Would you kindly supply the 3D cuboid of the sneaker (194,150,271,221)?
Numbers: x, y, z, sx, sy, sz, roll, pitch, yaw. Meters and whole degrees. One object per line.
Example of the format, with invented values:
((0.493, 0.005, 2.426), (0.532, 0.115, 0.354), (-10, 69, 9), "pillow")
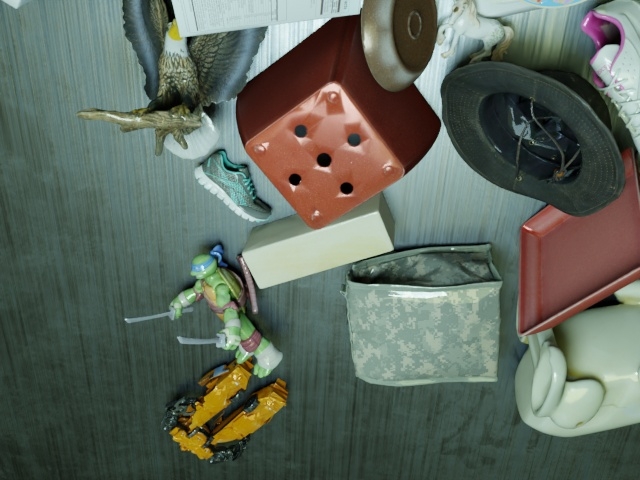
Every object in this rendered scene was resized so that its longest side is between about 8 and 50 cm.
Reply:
((-0.151, -0.101, 1.291), (0.166, 0.065, 0.076), (37, 113, -15), "sneaker")

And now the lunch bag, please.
((0.188, 0.144, 1.324), (0.287, 0.169, 0.235), (-4, 119, 4), "lunch bag")

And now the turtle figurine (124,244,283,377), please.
((-0.215, 0.176, 1.365), (0.198, 0.274, 0.266), (-14, 127, 32), "turtle figurine")

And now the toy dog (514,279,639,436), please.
((0.582, 0.249, 1.271), (0.408, 0.284, 0.395), (0, 120, 5), "toy dog")

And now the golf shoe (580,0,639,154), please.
((0.466, -0.218, 1.028), (0.140, 0.306, 0.115), (-1, 163, -13), "golf shoe")

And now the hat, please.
((0.355, -0.195, 1.106), (0.331, 0.331, 0.134), (47, 73, -18), "hat")

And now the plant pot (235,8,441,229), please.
((0.019, -0.173, 1.126), (0.267, 0.235, 0.267), (-32, 111, 23), "plant pot")

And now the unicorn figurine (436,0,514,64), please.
((0.232, -0.328, 1.087), (0.162, 0.060, 0.111), (-3, 151, -27), "unicorn figurine")

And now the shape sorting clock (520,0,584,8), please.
((0.336, -0.424, 0.964), (0.206, 0.040, 0.206), (6, 132, 6), "shape sorting clock")

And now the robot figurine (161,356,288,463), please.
((-0.218, 0.386, 1.561), (0.211, 0.085, 0.291), (42, 115, -15), "robot figurine")

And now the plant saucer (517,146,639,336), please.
((0.429, 0.012, 1.131), (0.048, 0.259, 0.258), (30, 137, -15), "plant saucer")

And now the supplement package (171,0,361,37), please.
((-0.085, -0.428, 0.938), (0.263, 0.199, 0.198), (-9, 160, -6), "supplement package")

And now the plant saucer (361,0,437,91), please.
((0.129, -0.325, 1.051), (0.036, 0.198, 0.198), (11, 125, 35), "plant saucer")

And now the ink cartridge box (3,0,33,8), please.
((-0.535, -0.524, 1.067), (0.273, 0.114, 0.197), (31, 119, -11), "ink cartridge box")

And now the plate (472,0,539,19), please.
((0.317, -0.456, 0.998), (0.277, 0.045, 0.278), (-7, 130, 16), "plate")

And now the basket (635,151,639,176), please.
((0.674, -0.048, 1.061), (0.331, 0.328, 0.266), (25, 122, -8), "basket")

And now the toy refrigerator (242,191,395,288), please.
((0.000, 0.000, 1.304), (0.270, 0.102, 0.094), (-17, 116, 15), "toy refrigerator")

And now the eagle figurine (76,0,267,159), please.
((-0.220, -0.298, 1.105), (0.226, 0.298, 0.225), (25, 149, -33), "eagle figurine")
